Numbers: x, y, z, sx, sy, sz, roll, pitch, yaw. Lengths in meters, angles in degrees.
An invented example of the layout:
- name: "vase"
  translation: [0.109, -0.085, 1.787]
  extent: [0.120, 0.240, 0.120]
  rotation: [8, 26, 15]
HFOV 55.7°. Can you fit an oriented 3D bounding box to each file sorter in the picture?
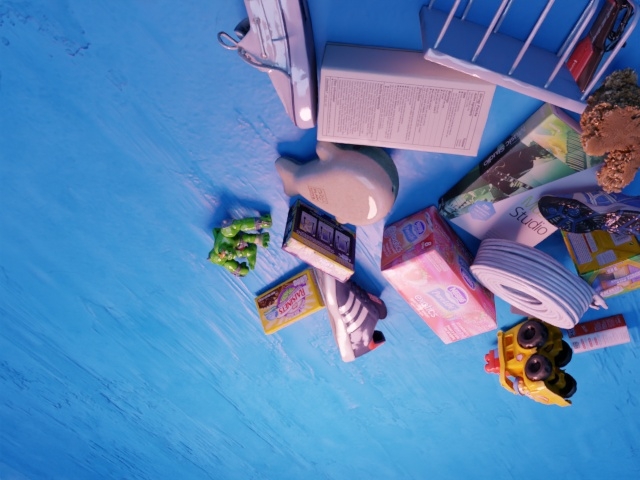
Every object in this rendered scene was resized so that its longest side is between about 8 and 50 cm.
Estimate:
- name: "file sorter"
  translation: [0.324, -0.364, 0.978]
  extent: [0.278, 0.192, 0.173]
  rotation: [16, 129, -8]

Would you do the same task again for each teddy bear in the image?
- name: "teddy bear"
  translation: [0.615, -0.203, 1.128]
  extent: [0.338, 0.113, 0.245]
  rotation: [-2, 128, -11]

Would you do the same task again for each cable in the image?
- name: "cable"
  translation: [0.450, 0.092, 1.310]
  extent: [0.257, 0.089, 0.257]
  rotation: [36, 171, -29]

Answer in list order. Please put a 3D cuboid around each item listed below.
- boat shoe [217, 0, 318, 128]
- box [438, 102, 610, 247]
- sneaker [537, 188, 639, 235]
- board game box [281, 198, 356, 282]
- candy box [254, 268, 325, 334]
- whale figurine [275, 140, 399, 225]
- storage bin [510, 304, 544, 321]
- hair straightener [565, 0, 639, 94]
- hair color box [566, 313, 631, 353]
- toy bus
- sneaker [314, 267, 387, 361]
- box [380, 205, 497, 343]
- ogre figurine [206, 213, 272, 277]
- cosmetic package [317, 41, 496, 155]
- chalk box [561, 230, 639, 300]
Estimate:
- name: "boat shoe"
  translation: [-0.100, -0.364, 1.068]
  extent: [0.157, 0.135, 0.366]
  rotation: [-4, 129, 10]
- name: "box"
  translation: [0.443, -0.112, 1.280]
  extent: [0.232, 0.058, 0.322]
  rotation: [29, 128, -19]
- name: "sneaker"
  translation: [0.553, -0.063, 1.229]
  extent: [0.211, 0.081, 0.080]
  rotation: [11, 137, 20]
- name: "board game box"
  translation: [0.000, 0.000, 1.382]
  extent: [0.170, 0.141, 0.048]
  rotation: [30, 129, -18]
- name: "candy box"
  translation: [-0.082, 0.160, 1.562]
  extent: [0.206, 0.105, 0.027]
  rotation: [-31, 163, 33]
- name: "whale figurine"
  translation: [0.040, -0.136, 1.283]
  extent: [0.272, 0.141, 0.216]
  rotation: [10, 138, 32]
- name: "storage bin"
  translation: [0.514, 0.136, 1.480]
  extent: [0.091, 0.098, 0.135]
  rotation: [4, 133, 18]
- name: "hair straightener"
  translation: [0.499, -0.364, 1.062]
  extent: [0.089, 0.047, 0.230]
  rotation: [-7, 131, -27]
- name: "hair color box"
  translation: [0.724, 0.244, 1.578]
  extent: [0.141, 0.043, 0.072]
  rotation: [-18, 128, 20]
- name: "toy bus"
  translation: [0.528, 0.328, 1.569]
  extent: [0.149, 0.220, 0.212]
  rotation: [36, 133, -29]
- name: "sneaker"
  translation: [0.085, 0.147, 1.534]
  extent: [0.148, 0.131, 0.349]
  rotation: [-18, 125, -4]
- name: "box"
  translation: [0.279, 0.087, 1.415]
  extent: [0.142, 0.154, 0.300]
  rotation: [-25, 124, 30]
- name: "ogre figurine"
  translation: [-0.200, 0.011, 1.456]
  extent: [0.118, 0.096, 0.197]
  rotation: [9, 151, -25]
- name: "cosmetic package"
  translation: [0.153, -0.266, 1.140]
  extent: [0.310, 0.113, 0.160]
  rotation: [6, 133, 1]
- name: "chalk box"
  translation: [0.626, 0.043, 1.326]
  extent: [0.132, 0.132, 0.213]
  rotation: [-22, 143, 20]
